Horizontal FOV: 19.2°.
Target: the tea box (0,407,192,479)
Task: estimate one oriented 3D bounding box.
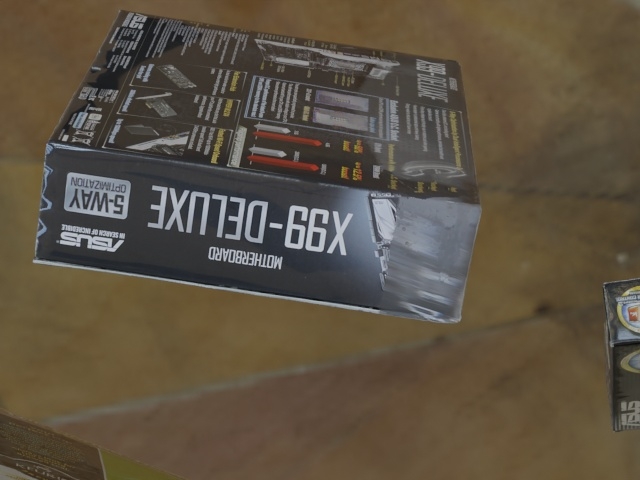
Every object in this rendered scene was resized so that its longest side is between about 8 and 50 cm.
[{"bbox_3d":[-0.143,0.296,1.403,0.329,0.323,0.220,22,92,-9],"label":"tea box"}]

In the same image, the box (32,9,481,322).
[{"bbox_3d":[-0.031,-0.056,1.174,0.242,0.307,0.076,9,111,-2],"label":"box"}]

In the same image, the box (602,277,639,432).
[{"bbox_3d":[0.365,0.098,1.707,0.216,0.060,0.270,-7,157,5],"label":"box"}]
